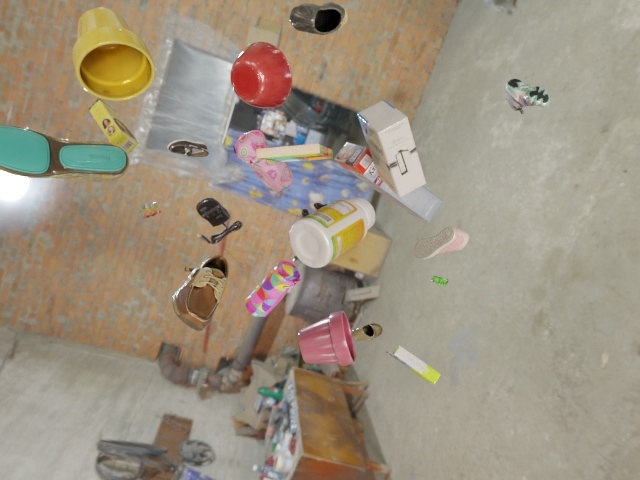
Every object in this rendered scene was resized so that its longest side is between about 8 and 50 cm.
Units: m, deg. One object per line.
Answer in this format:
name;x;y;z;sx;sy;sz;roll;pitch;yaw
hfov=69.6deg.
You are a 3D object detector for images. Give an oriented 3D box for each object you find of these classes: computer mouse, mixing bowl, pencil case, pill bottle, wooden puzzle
computer mouse;-0.474;-0.089;1.976;0.184;0.262;0.060;-34;54;7
mixing bowl;-0.179;-0.444;1.264;0.098;0.181;0.182;-44;-17;-53
pencil case;-0.197;-0.274;1.640;0.284;0.124;0.124;46;-124;-66
pill bottle;0.043;-0.034;1.260;0.245;0.136;0.136;-31;-24;-44
pencil case;-0.165;0.171;1.589;0.236;0.104;0.104;-48;23;33
wooden puzzle;-0.572;-0.101;1.546;0.006;0.083;0.049;38;136;34

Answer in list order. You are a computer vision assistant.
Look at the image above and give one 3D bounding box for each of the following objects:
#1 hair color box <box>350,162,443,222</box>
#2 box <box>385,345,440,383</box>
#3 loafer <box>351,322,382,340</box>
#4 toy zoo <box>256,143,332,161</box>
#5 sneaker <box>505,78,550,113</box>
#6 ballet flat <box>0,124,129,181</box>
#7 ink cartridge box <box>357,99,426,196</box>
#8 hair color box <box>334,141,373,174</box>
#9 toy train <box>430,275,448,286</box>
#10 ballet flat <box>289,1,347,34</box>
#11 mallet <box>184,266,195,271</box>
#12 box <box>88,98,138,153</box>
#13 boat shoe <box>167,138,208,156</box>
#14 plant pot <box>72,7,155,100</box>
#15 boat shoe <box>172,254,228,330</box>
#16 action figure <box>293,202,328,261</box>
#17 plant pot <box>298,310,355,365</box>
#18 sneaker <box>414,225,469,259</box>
hair color box;0.310;-0.232;1.927;0.114;0.374;0.185;-57;20;4
box;0.305;0.409;1.537;0.042;0.178;0.109;-53;-12;-11
loafer;0.172;0.318;1.599;0.050;0.148;0.056;-33;71;40
toy zoo;-0.070;-0.276;1.477;0.293;0.192;0.030;-32;-61;-77
sneaker;0.418;-0.280;0.933;0.098;0.038;0.069;50;170;36
ballet flat;-0.662;-0.200;1.138;0.123;0.348;0.123;-5;84;57
ink cartridge box;0.184;-0.237;1.194;0.203;0.085;0.148;63;179;-38
hair color box;0.104;-0.250;1.397;0.072;0.043;0.141;-54;30;-1
toy train;0.366;0.124;1.410;0.017;0.083;0.024;33;103;46
ballet flat;0.006;-0.394;0.829;0.173;0.049;0.058;-37;-27;-51
mallet;-0.510;0.148;2.034;0.039;0.189;0.063;70;-159;-71
box;-0.721;-0.399;1.603;0.058;0.232;0.087;-45;-31;3
boat shoe;-0.381;-0.262;1.334;0.046;0.125;0.038;-41;70;34
plant pot;-0.731;-0.663;1.602;0.239;0.253;0.254;66;151;23
boat shoe;-0.332;0.130;1.328;0.120;0.122;0.324;-49;19;14
action figure;0.000;0.000;1.487;0.164;0.141;0.276;-32;34;24
plant pot;0.022;0.380;1.731;0.201;0.180;0.202;-14;-90;-83
sneaker;0.281;0.011;1.056;0.134;0.070;0.051;-36;53;49
